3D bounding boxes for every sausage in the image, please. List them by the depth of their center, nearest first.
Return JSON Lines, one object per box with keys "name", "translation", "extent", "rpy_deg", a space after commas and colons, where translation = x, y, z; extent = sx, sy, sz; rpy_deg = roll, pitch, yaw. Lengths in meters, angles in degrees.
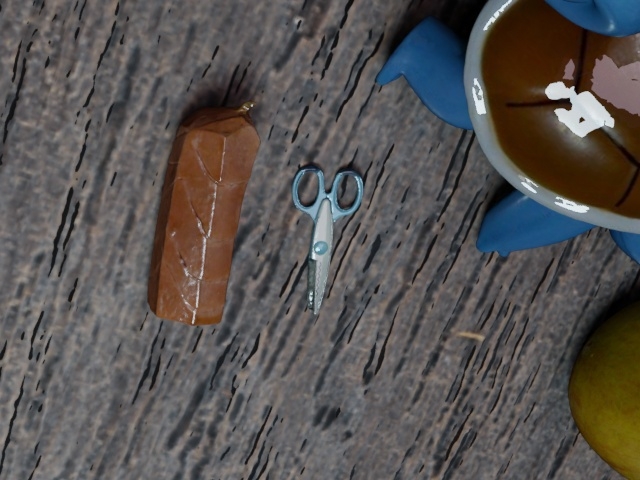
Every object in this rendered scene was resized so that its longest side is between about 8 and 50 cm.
{"name": "sausage", "translation": [-0.086, -0.025, 0.903], "extent": [0.065, 0.065, 0.169], "rpy_deg": [7, 104, -20]}

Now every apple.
{"name": "apple", "translation": [0.309, 0.129, 1.032], "extent": [0.182, 0.155, 0.183], "rpy_deg": [-7, 111, -18]}

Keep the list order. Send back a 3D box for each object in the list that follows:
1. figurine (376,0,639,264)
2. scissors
{"name": "figurine", "translation": [0.214, -0.131, 0.908], "extent": [0.298, 0.243, 0.416], "rpy_deg": [-52, 136, -7]}
{"name": "scissors", "translation": [0.000, 0.000, 0.966], "extent": [0.058, 0.014, 0.119], "rpy_deg": [5, 102, -15]}
